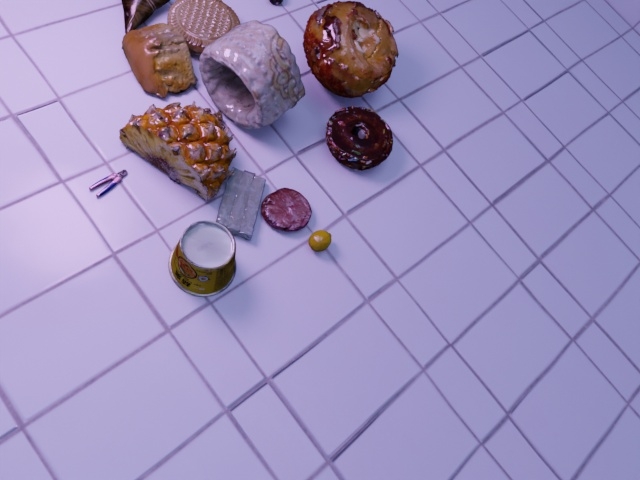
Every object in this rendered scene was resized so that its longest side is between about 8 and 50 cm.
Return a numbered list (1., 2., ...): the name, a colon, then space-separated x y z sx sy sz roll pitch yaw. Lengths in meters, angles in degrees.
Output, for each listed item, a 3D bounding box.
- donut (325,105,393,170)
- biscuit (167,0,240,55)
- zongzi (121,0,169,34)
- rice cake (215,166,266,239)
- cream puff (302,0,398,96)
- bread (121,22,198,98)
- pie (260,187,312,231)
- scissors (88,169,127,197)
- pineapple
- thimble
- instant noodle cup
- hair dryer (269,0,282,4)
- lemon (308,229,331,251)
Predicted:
1. donut: 0.120 -0.330 1.737 0.235 0.089 0.235 7 64 -16
2. biscuit: -0.380 -0.708 1.754 0.259 0.079 0.259 8 63 -16
3. zongzi: -0.636 -0.795 1.704 0.248 0.111 0.241 33 72 6
4. rice cake: -0.228 -0.113 1.542 0.124 0.038 0.211 21 60 -9
5. cream puff: 0.084 -0.633 1.790 0.351 0.229 0.350 6 79 -36
6. bread: -0.486 -0.570 1.609 0.174 0.133 0.251 -25 81 -28
7. pie: -0.100 -0.091 1.577 0.155 0.036 0.154 8 63 -15
8. scissors: -0.577 -0.161 1.461 0.039 0.012 0.113 44 60 5
9. pineapple: -0.359 -0.329 1.504 0.344 0.209 0.286 34 59 1
10. thimble: -0.203 -0.482 1.591 0.291 0.291 0.195 44 66 5
11. instant noodle cup: -0.299 0.038 1.385 0.182 0.144 0.182 8 63 -15
12. hair dryer: -0.229 -0.918 1.932 0.198 0.057 0.100 6 63 -6
13. lemon: 0.000 0.000 1.553 0.083 0.062 0.062 -27 76 -32
